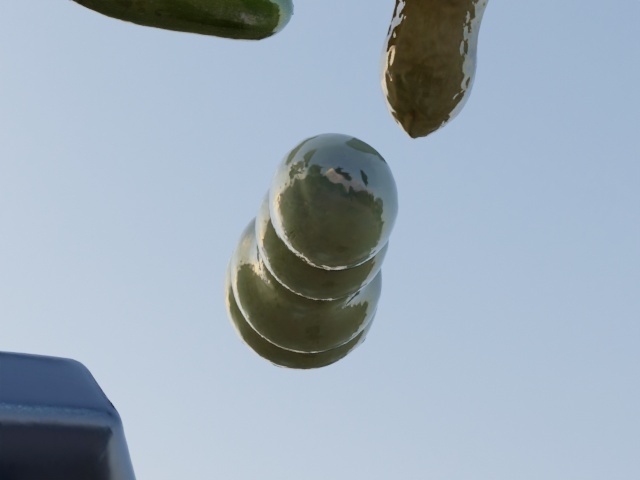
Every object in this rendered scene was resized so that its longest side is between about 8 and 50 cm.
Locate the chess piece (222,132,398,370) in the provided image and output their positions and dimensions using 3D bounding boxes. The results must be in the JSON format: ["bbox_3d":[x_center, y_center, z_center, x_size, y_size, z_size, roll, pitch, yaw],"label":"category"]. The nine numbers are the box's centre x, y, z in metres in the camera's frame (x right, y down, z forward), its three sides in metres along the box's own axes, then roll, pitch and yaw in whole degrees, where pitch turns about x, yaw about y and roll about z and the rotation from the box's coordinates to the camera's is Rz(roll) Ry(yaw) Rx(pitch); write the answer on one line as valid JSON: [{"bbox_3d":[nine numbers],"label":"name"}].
[{"bbox_3d":[0.000,0.000,1.651,0.182,0.182,0.330,15,-23,-3],"label":"chess piece"}]

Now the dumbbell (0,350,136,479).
[{"bbox_3d":[-0.095,0.171,0.597,0.143,0.316,0.156,-21,-55,-19],"label":"dumbbell"}]

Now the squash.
[{"bbox_3d":[-0.182,-0.273,1.749,0.340,0.095,0.094,9,-33,-24],"label":"squash"}]

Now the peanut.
[{"bbox_3d":[0.121,-0.238,1.694,0.111,0.125,0.275,13,-66,6],"label":"peanut"}]
